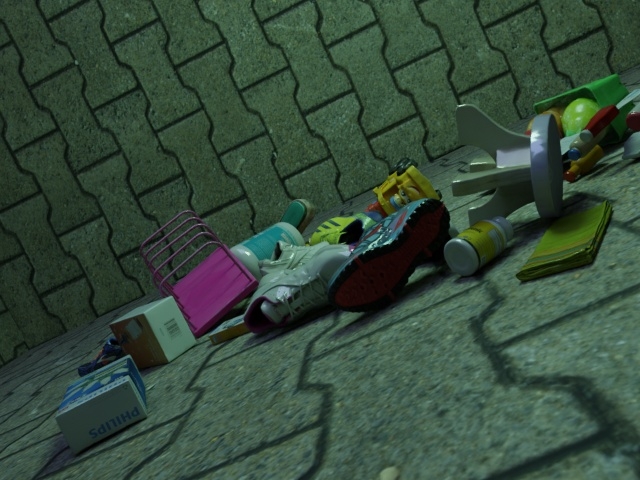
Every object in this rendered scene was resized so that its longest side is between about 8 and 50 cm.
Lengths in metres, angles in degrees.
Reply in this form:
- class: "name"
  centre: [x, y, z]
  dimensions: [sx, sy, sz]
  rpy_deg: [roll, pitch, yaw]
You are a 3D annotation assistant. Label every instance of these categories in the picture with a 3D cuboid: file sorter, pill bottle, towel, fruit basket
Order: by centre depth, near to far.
- class: "towel"
  centre: [0.358, -0.004, 0.960]
  dimensions: [0.102, 0.021, 0.237]
  rpy_deg: [-20, 8, 35]
- class: "pill bottle"
  centre: [0.259, 0.005, 1.068]
  dimensions: [0.116, 0.065, 0.065]
  rpy_deg: [-29, 7, -33]
- class: "fruit basket"
  centre: [0.576, -0.240, 1.609]
  dimensions: [0.353, 0.165, 0.327]
  rpy_deg: [-43, 10, -12]
- class: "file sorter"
  centre: [-0.329, 0.068, 1.709]
  dimensions: [0.202, 0.182, 0.290]
  rpy_deg: [-41, 29, -7]
- class: "pill bottle"
  centre: [-0.177, 0.058, 1.934]
  dimensions: [0.264, 0.146, 0.146]
  rpy_deg: [-31, 8, -39]

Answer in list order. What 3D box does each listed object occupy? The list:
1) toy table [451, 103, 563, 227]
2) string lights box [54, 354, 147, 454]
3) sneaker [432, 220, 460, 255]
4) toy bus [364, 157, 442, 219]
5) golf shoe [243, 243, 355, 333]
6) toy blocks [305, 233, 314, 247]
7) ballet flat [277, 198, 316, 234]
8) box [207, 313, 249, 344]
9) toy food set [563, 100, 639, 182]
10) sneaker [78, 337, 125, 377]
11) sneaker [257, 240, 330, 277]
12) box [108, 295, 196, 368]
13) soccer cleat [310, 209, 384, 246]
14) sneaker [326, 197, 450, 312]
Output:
- class: "toy table"
  centre: [0.332, -0.121, 1.162]
  dimensions: [0.161, 0.252, 0.274]
  rpy_deg: [-4, 1, 24]
- class: "string lights box"
  centre: [-0.397, 0.294, 1.219]
  dimensions: [0.133, 0.077, 0.259]
  rpy_deg: [-26, 7, -15]
- class: "sneaker"
  centre: [0.192, 0.014, 1.258]
  dimensions: [0.121, 0.079, 0.217]
  rpy_deg: [-33, 3, -2]
- class: "toy bus"
  centre: [0.228, -0.127, 1.955]
  dimensions: [0.211, 0.149, 0.220]
  rpy_deg: [-38, 9, 3]
- class: "golf shoe"
  centre: [-0.030, 0.105, 1.273]
  dimensions: [0.306, 0.115, 0.140]
  rpy_deg: [-28, 14, 41]
- class: "toy blocks"
  centre: [0.000, 0.000, 2.125]
  dimensions: [0.148, 0.054, 0.123]
  rpy_deg: [-24, 7, 12]
- class: "ballet flat"
  centre: [-0.116, -0.005, 2.168]
  dimensions: [0.316, 0.107, 0.106]
  rpy_deg: [-48, -17, 23]
- class: "box"
  centre: [-0.184, 0.190, 1.458]
  dimensions: [0.136, 0.028, 0.081]
  rpy_deg: [-25, 6, 24]
- class: "toy food set"
  centre: [0.568, -0.191, 1.280]
  dimensions: [0.104, 0.111, 0.232]
  rpy_deg: [-42, 13, -22]
- class: "sneaker"
  centre: [-0.531, 0.292, 1.693]
  dimensions: [0.221, 0.087, 0.083]
  rpy_deg: [-24, 6, 15]
- class: "sneaker"
  centre: [-0.067, 0.042, 1.777]
  dimensions: [0.232, 0.115, 0.090]
  rpy_deg: [-30, 8, -34]
- class: "box"
  centre: [-0.397, 0.220, 1.560]
  dimensions: [0.170, 0.130, 0.091]
  rpy_deg: [-20, 9, 43]
- class: "soccer cleat"
  centre: [0.057, -0.015, 1.867]
  dimensions: [0.289, 0.093, 0.121]
  rpy_deg: [-18, 12, 45]
- class: "sneaker"
  centre: [0.108, 0.030, 1.148]
  dimensions: [0.262, 0.104, 0.125]
  rpy_deg: [-39, 16, -17]
